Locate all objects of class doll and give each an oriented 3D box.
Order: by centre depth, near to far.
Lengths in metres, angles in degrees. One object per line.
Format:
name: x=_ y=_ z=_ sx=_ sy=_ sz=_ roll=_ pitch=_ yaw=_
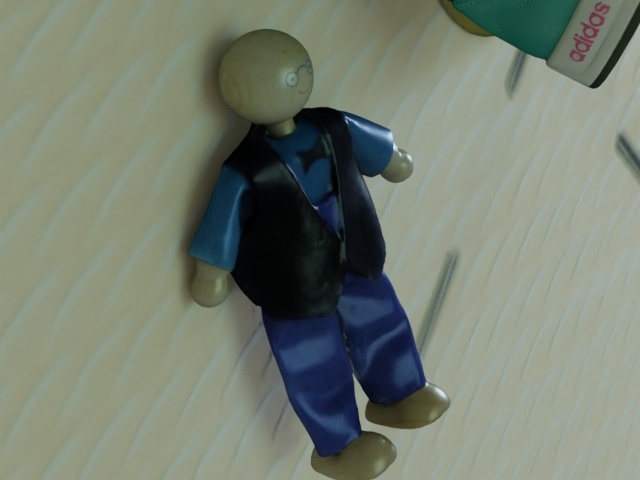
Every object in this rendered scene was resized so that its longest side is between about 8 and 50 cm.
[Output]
doll: x=0.000 y=0.000 z=0.738 sx=0.129 sy=0.046 sz=0.189 roll=-39 pitch=122 yaw=-35

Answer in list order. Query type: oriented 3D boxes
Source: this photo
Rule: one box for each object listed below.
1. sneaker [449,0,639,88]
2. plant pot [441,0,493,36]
sneaker: x=0.083 y=-0.210 z=0.696 sx=0.124 sy=0.178 sz=0.295 roll=-62 pitch=174 yaw=-48
plant pot: x=0.121 y=-0.161 z=0.846 sx=0.134 sy=0.095 sz=0.134 roll=-15 pitch=108 yaw=-55
